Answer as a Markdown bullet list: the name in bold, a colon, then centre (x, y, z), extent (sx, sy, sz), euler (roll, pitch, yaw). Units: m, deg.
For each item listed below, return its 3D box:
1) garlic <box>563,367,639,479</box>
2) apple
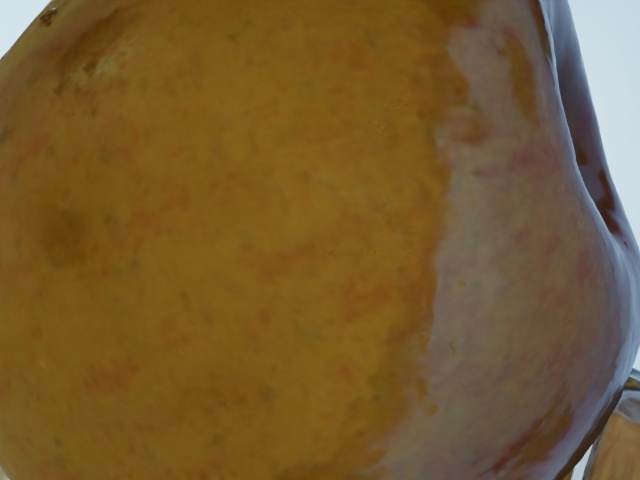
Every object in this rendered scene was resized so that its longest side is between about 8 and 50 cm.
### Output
- **garlic**: centre (0.197, 0.175, 0.721), extent (0.229, 0.143, 0.178), euler (30, 82, -82)
- **apple**: centre (0.000, 0.000, 0.509), extent (0.275, 0.299, 0.299), euler (-30, -126, 25)
